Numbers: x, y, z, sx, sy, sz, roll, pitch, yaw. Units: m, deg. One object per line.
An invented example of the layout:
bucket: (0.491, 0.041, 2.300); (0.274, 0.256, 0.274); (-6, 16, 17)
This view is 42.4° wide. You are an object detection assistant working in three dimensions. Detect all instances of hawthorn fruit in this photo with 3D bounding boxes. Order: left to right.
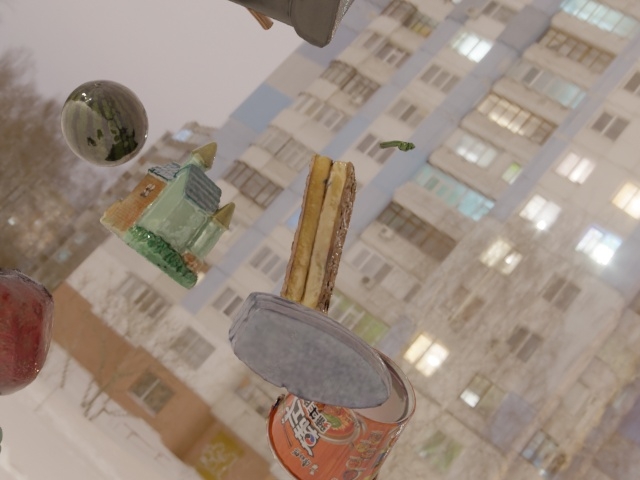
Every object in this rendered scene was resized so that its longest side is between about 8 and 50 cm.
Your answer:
hawthorn fruit: (-0.549, 0.163, 1.365); (0.215, 0.249, 0.215); (8, 8, -1)

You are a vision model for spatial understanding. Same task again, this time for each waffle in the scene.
waffle: (0.001, 0.000, 1.686); (0.091, 0.307, 0.213); (13, -9, 8)

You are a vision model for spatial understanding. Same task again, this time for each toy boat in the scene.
toy boat: (-0.007, 0.186, 1.316); (0.283, 0.127, 0.078); (28, 7, -9)

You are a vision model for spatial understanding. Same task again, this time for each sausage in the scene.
sausage: (-0.133, -0.455, 1.616); (0.026, 0.026, 0.116); (29, -6, 38)

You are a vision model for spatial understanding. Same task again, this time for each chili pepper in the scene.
chili pepper: (0.164, -0.201, 1.744); (0.022, 0.083, 0.027); (-101, -163, -46)

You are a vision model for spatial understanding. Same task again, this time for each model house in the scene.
model house: (-0.321, -0.085, 1.975); (0.194, 0.325, 0.267); (41, -8, -37)

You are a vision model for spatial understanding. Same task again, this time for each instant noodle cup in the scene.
instant noodle cup: (0.047, 0.322, 1.542); (0.250, 0.250, 0.192); (38, -59, 12)

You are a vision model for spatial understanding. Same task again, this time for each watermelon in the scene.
watermelon: (-0.519, -0.285, 1.992); (0.212, 0.212, 0.212); (38, -16, 13)

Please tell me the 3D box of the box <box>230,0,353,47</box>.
box: (-0.010, -0.485, 1.094); (0.205, 0.251, 0.345); (24, -32, 4)

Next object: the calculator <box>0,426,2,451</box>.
calculator: (-0.640, 0.388, 1.333); (0.042, 0.295, 0.184); (15, -65, 27)
